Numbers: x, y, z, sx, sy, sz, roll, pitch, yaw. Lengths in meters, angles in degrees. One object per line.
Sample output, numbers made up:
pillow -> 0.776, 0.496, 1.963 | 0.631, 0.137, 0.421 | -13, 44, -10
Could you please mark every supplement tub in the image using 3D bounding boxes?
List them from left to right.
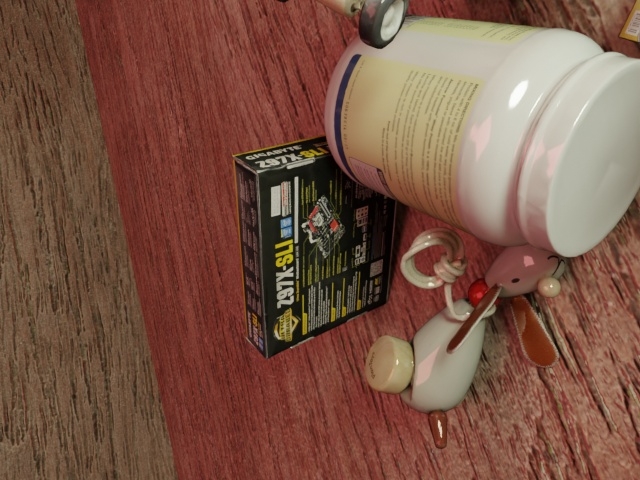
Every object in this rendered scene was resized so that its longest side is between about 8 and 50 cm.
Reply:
supplement tub -> 0.184, -0.133, 0.630 | 0.325, 0.236, 0.235 | 32, 121, 45

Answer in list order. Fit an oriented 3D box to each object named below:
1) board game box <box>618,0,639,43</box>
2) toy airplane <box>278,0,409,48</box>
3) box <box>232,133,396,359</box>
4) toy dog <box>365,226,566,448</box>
board game box -> 0.407, -0.280, 0.469 | 0.165, 0.042, 0.243 | 43, 128, 40
toy airplane -> 0.123, -0.374, 0.543 | 0.384, 0.387, 0.272 | -104, 25, -48
box -> 0.000, 0.000, 0.835 | 0.079, 0.257, 0.321 | 36, 136, 45
toy dog -> 0.199, 0.150, 0.713 | 0.160, 0.220, 0.333 | -105, 21, -47
